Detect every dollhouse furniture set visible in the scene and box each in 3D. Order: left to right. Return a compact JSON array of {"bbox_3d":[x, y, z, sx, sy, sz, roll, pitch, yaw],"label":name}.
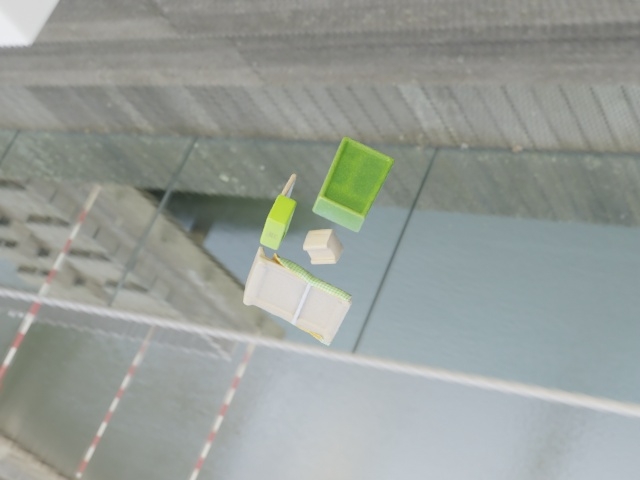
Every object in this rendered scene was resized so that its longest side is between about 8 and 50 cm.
[{"bbox_3d":[0.000,0.000,0.734,0.076,0.059,0.152,25,142,2],"label":"dollhouse furniture set"}]
